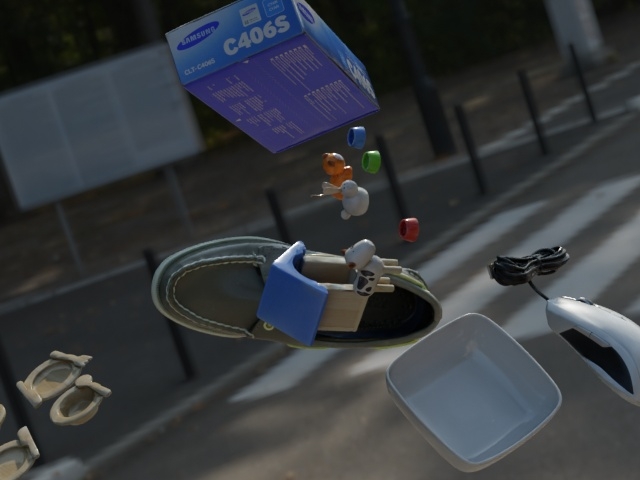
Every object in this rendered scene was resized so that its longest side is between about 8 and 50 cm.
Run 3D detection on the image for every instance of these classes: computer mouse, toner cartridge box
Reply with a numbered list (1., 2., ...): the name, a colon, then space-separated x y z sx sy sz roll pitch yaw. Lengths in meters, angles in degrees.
1. computer mouse: 0.230 0.066 1.282 0.106 0.193 0.042 0 -53 -49
2. toner cartridge box: -0.052 -0.212 1.932 0.165 0.075 0.348 -23 -16 11

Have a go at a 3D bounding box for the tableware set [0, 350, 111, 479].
1. tableware set: -0.275 0.165 1.426 0.169 0.020 0.141 -38 32 -19

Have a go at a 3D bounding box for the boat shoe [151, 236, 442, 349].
1. boat shoe: -0.021 0.058 1.585 0.305 0.109 0.091 5 5 -18

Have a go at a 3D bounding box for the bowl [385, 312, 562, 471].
1. bowl: 0.146 0.154 1.473 0.142 0.142 0.053 -31 -28 -28

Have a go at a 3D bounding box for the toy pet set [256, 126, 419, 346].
1. toy pet set: 0.000 0.000 0.983 0.065 0.114 0.122 4 33 -23
